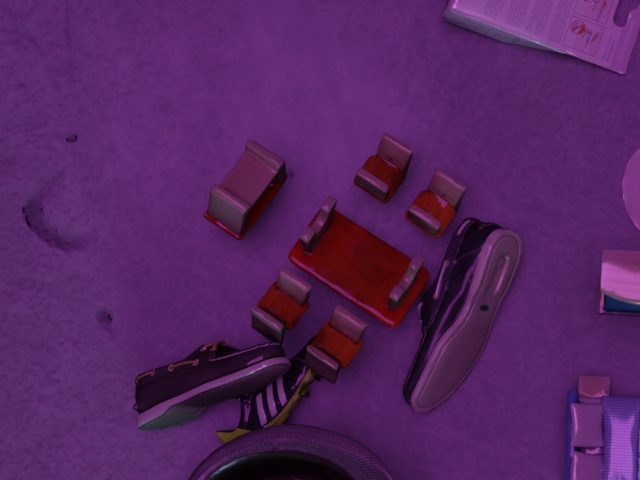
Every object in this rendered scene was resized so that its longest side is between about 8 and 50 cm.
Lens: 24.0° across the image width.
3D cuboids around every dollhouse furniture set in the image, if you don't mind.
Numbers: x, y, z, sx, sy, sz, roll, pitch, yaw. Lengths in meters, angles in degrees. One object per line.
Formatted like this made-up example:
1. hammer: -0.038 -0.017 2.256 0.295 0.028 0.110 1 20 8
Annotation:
1. dollhouse furniture set: 0.408 0.179 1.610 0.286 0.198 0.303 3 82 10
2. dollhouse furniture set: 0.000 0.000 1.742 0.259 0.135 0.262 34 73 8

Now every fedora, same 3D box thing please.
1. fedora: -0.023 0.327 1.658 0.275 0.124 0.244 -7 78 17

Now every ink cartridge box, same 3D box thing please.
1. ink cartridge box: 0.278 -0.313 1.792 0.224 0.056 0.181 20 85 -7

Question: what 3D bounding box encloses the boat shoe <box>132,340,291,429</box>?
1. boat shoe: -0.131 0.153 1.732 0.228 0.081 0.069 -26 67 32

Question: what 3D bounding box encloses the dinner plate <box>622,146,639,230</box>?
1. dinner plate: 0.420 -0.061 1.737 0.141 0.017 0.141 -1 82 11

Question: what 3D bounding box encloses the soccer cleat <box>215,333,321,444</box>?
1. soccer cleat: -0.055 0.175 1.759 0.072 0.060 0.179 35 91 11

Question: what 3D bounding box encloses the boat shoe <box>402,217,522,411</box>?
1. boat shoe: 0.151 0.086 1.738 0.079 0.084 0.233 25 91 40
